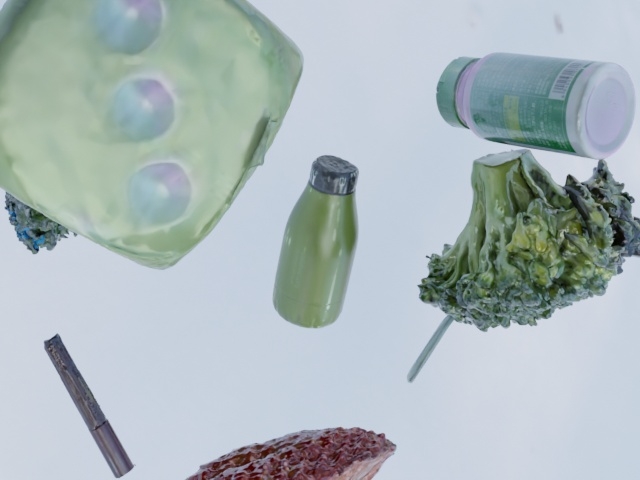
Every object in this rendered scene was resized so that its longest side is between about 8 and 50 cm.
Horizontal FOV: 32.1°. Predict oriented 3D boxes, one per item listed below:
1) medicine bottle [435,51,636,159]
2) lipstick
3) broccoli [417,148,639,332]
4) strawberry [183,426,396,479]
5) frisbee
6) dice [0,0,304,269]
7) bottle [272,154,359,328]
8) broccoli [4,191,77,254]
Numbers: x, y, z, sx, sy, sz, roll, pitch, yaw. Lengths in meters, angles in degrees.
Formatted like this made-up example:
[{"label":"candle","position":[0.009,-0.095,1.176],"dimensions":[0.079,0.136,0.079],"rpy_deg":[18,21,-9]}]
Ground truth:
[{"label":"medicine bottle","position":[0.294,-0.196,1.564],"dimensions":[0.133,0.274,0.133],"rpy_deg":[-13,111,-38]},{"label":"lipstick","position":[-0.259,0.183,1.231],"dimensions":[0.027,0.027,0.176],"rpy_deg":[-43,110,-52]},{"label":"broccoli","position":[0.315,0.018,1.658],"dimensions":[0.334,0.324,0.272],"rpy_deg":[-19,123,-14]},{"label":"strawberry","position":[-0.065,0.221,0.906],"dimensions":[0.107,0.175,0.236],"rpy_deg":[44,43,21]},{"label":"frisbee","position":[0.149,0.149,1.527],"dimensions":[0.110,0.014,0.110],"rpy_deg":[-54,171,-12]},{"label":"dice","position":[-0.182,-0.137,1.012],"dimensions":[0.250,0.254,0.252],"rpy_deg":[32,94,-18]},{"label":"bottle","position":[0.000,0.000,1.651],"dimensions":[0.112,0.112,0.260],"rpy_deg":[-38,146,-54]},{"label":"broccoli","position":[-0.273,-0.046,1.247],"dimensions":[0.160,0.167,0.154],"rpy_deg":[17,33,-18]}]
